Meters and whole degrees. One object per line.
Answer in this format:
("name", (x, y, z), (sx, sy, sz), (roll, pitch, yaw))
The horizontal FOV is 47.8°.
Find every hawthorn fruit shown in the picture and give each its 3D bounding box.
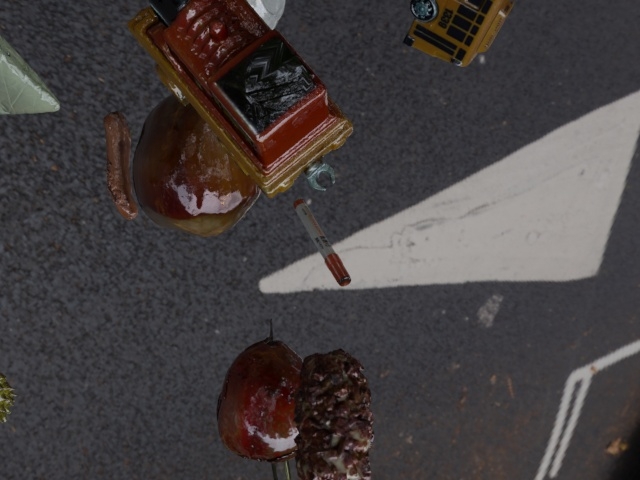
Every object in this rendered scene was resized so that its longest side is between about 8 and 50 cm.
("hawthorn fruit", (-0.092, 0.250, 1.210), (0.181, 0.181, 0.235), (1, 81, -39))

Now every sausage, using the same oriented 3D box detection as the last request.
("sausage", (-0.545, -0.204, 1.963), (0.078, 0.078, 0.305), (-1, 80, -39))

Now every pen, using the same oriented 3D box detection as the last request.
("pen", (0.000, 0.000, 1.306), (0.028, 0.239, 0.028), (-13, 131, -16))

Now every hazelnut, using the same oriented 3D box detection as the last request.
("hazelnut", (-0.312, -0.181, 1.794), (0.365, 0.365, 0.366), (-19, 123, -31))

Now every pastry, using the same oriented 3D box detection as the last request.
("pastry", (0.016, 0.252, 1.022), (0.115, 0.209, 0.097), (7, 151, -8))

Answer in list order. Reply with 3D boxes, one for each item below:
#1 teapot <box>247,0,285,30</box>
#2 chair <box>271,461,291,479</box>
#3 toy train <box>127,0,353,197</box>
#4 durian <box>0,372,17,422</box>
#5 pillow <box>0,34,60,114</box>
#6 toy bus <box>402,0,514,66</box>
("teapot", (-0.142, -0.405, 1.166), (0.204, 0.139, 0.298), (29, 62, -71))
("chair", (-0.013, 0.588, 1.509), (0.159, 0.170, 0.326), (-6, 78, -20))
("toy train", (-0.103, -0.219, 0.981), (0.163, 0.369, 0.231), (-39, 174, -6))
("durian", (-0.455, 0.191, 0.851), (0.146, 0.102, 0.208), (-27, 137, 9))
("pillow", (-0.664, -0.334, 1.340), (0.281, 0.274, 0.076), (58, 41, -55))
("toy bus", (0.188, -0.318, 0.892), (0.098, 0.114, 0.201), (-55, 173, -37))
